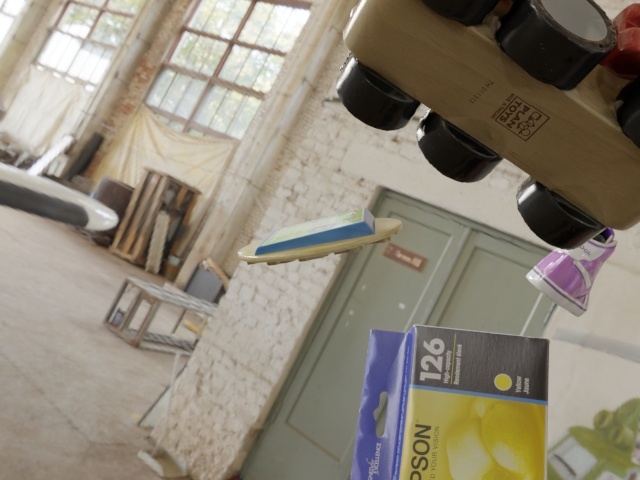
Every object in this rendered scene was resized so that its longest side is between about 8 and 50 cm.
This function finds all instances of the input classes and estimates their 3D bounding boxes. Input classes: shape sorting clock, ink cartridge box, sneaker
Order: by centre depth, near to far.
[{"bbox_3d":[0.000,0.000,0.770,0.206,0.040,0.206,-15,8,2],"label":"shape sorting clock"},{"bbox_3d":[0.210,0.294,1.015,0.307,0.304,0.072,4,-24,13],"label":"ink cartridge box"},{"bbox_3d":[0.478,0.049,1.123,0.102,0.161,0.282,44,12,25],"label":"sneaker"}]

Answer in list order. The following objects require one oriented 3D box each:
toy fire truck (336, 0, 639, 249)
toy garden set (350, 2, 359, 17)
[{"bbox_3d":[0.145,-0.137,0.437,0.217,0.246,0.158,32,-39,-3],"label":"toy fire truck"},{"bbox_3d":[0.109,-0.350,0.969,0.049,0.244,0.203,7,-14,-41],"label":"toy garden set"}]
